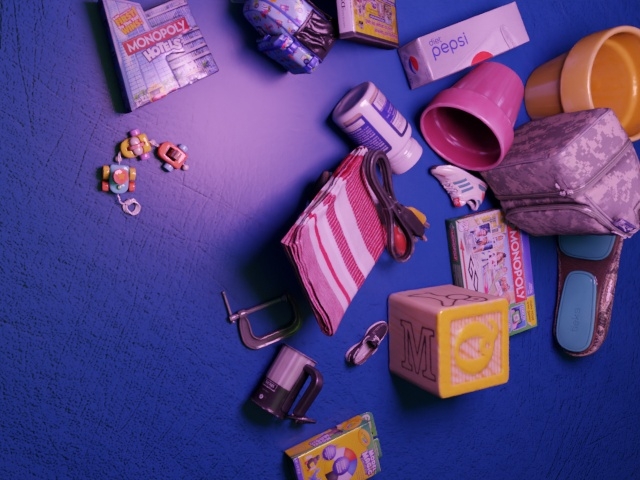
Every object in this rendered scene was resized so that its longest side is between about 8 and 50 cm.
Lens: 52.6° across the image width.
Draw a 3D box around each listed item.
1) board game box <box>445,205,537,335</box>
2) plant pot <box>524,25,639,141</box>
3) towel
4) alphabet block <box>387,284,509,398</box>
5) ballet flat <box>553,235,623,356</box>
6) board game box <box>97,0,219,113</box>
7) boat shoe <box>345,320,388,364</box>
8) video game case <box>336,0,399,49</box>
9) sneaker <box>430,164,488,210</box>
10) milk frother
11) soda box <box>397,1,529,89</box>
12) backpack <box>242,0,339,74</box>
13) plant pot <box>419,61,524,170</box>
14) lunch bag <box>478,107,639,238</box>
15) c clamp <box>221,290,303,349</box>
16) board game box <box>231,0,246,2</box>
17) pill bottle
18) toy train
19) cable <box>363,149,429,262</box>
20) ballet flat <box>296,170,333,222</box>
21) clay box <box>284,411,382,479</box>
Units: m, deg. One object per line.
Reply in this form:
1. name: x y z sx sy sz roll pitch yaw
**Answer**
1. board game box: 0.418 0.082 1.569 0.213 0.046 0.317 -14 101 -24
2. plant pot: 0.622 -0.351 1.517 0.254 0.239 0.254 -3 97 -25
3. towel: 0.052 -0.006 1.282 0.329 0.037 0.237 -55 135 -39
4. alphabet block: 0.279 0.213 1.429 0.192 0.197 0.193 -7 99 -25
5. ballet flat: 0.696 0.055 1.662 0.182 0.164 0.483 -10 107 -47
6. board game box: -0.303 -0.358 1.160 0.194 0.060 0.194 -32 109 -20
7. boat shoe: 0.110 0.229 1.436 0.125 0.038 0.046 -38 110 -18
8. video game case: 0.089 -0.510 1.262 0.275 0.035 0.248 -25 110 -63
9. sneaker: 0.316 -0.120 1.491 0.161 0.057 0.075 21 82 -29
10. milk frother: -0.050 0.306 1.345 0.135 0.129 0.143 -58 158 -9
11. soda box: 0.319 -0.433 1.436 0.286 0.091 0.098 -26 99 -22
12. backpack: -0.070 -0.406 1.213 0.173 0.158 0.117 32 89 -31
13. plant pot: 0.347 -0.283 1.418 0.201 0.201 0.180 46 66 -23
14. lunch bag: 0.539 -0.124 1.417 0.212 0.305 0.256 -43 106 -19
15. c clamp: -0.112 0.152 1.328 0.160 0.022 0.137 -14 101 -24
16. board game box: -0.117 -0.528 1.249 0.168 0.033 0.133 -7 99 -26
17. pill bottle: 0.124 -0.229 1.355 0.186 0.112 0.112 43 77 -24
18. toy train: -0.320 -0.132 1.183 0.125 0.046 0.166 43 76 -23
19. cable: 0.144 -0.062 1.375 0.287 0.072 0.139 48 68 -35
20. ballet flat: 0.000 0.000 1.327 0.096 0.095 0.281 -8 104 8
21. clay box: 0.042 0.478 1.420 0.222 0.053 0.127 -20 104 -22
